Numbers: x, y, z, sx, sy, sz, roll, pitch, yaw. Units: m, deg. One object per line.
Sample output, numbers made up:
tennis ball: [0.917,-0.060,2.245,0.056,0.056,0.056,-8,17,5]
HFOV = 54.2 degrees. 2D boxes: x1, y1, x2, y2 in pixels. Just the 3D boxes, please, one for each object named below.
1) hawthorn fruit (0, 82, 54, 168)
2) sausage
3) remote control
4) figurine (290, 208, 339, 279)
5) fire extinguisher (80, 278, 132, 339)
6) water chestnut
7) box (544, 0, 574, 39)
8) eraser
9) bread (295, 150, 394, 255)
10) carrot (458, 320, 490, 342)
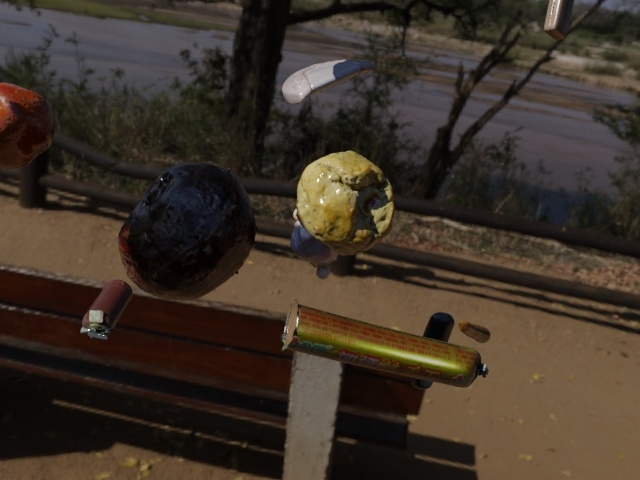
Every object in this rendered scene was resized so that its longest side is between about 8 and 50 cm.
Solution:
hawthorn fruit: [-0.644,-0.237,1.287,0.189,0.189,0.189,8,21,-3]
sausage: [0.116,0.178,1.004,0.371,0.082,0.082,17,18,-19]
remote control: [0.297,0.296,1.662,0.072,0.222,0.042,12,13,-20]
figurine: [0.000,0.000,1.638,0.133,0.200,0.276,-21,-6,6]
fire extinguisher: [-0.654,0.221,1.915,0.104,0.105,0.269,8,24,-2]
water chestnut: [-0.285,-0.009,1.467,0.302,0.350,0.350,45,-2,-36]
box: [0.407,-0.401,1.052,0.048,0.115,0.025,14,-2,-40]
eraser: [-0.022,-0.384,1.492,0.204,0.059,0.243,-30,25,-22]
bread: [0.064,-0.080,1.377,0.244,0.245,0.134,-9,6,-40]
carrot: [0.328,0.196,1.353,0.037,0.037,0.190,24,-1,34]
